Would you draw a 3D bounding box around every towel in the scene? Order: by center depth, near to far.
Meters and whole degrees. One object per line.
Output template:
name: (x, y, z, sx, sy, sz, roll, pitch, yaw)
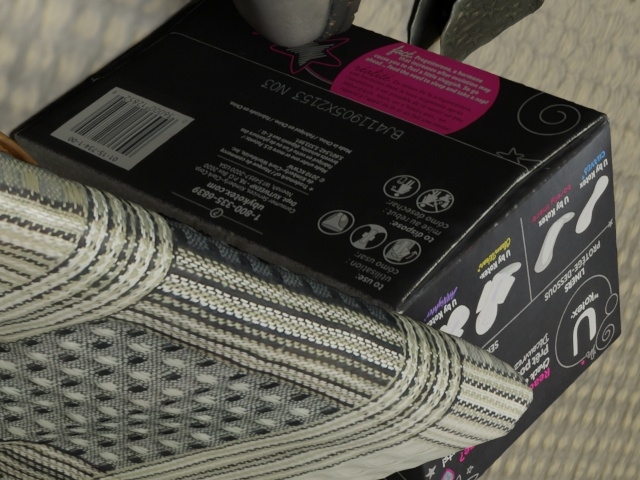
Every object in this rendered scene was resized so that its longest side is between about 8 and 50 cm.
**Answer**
towel: (-0.132, 0.070, 0.767, 0.312, 0.324, 0.056, 24, 56, -48)

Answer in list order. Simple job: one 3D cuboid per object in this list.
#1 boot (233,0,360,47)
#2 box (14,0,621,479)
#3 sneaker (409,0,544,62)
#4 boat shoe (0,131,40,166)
boot: (-0.114, -0.160, 0.828, 0.222, 0.118, 0.338, -31, 147, -5)
box: (0.000, 0.000, 0.954, 0.163, 0.247, 0.142, -41, 137, -31)
sneaker: (0.116, -0.176, 1.177, 0.170, 0.051, 0.089, -39, 137, -26)
boat shoe: (-0.215, -0.055, 0.741, 0.120, 0.122, 0.324, -45, 153, 3)
